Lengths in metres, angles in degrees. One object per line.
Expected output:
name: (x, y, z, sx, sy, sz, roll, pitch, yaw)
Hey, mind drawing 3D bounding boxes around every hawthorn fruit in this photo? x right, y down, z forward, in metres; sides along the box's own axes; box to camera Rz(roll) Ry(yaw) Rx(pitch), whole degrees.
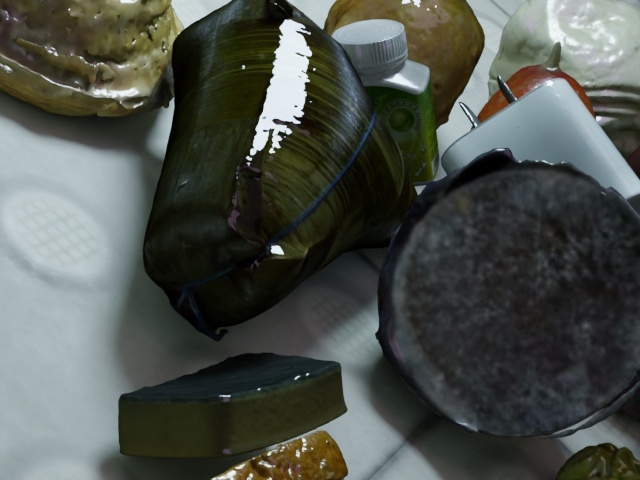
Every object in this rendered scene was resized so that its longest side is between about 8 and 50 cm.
hawthorn fruit: (0.288, -0.143, 1.931, 0.199, 0.251, 0.199, 7, 13, -2)

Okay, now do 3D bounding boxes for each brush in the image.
brush: (-0.074, 0.142, 1.257, 0.197, 0.123, 0.059, -13, 101, -56)

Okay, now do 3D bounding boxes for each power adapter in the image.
power adapter: (0.260, -0.090, 1.767, 0.255, 0.187, 0.124, 58, 4, 25)

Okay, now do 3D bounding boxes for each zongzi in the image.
zongzi: (0.000, 0.000, 1.525, 0.432, 0.208, 0.403, 48, 32, -33)

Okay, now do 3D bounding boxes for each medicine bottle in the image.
medicine bottle: (0.068, -0.163, 1.736, 0.132, 0.188, 0.088, -2, 27, 14)

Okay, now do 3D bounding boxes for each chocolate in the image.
chocolate: (0.218, 0.071, 1.563, 0.303, 0.303, 0.213, 46, 0, 12)

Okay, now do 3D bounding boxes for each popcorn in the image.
popcorn: (0.306, 0.268, 1.522, 0.116, 0.106, 0.121, 30, 30, 4)

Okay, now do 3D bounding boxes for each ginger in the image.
ginger: (0.102, -0.246, 1.897, 0.200, 0.223, 0.269, 33, 28, -17)

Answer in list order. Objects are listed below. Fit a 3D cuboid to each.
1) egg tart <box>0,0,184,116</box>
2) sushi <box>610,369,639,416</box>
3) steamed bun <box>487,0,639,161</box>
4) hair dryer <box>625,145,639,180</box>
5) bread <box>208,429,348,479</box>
egg tart: (-0.279, -0.280, 1.601, 0.352, 0.150, 0.352, 24, 33, -17)
sushi: (0.460, 0.102, 1.749, 0.236, 0.270, 0.171, 55, 29, 1)
steamed bun: (0.382, -0.204, 2.108, 0.320, 0.275, 0.206, 33, 58, -34)
hair dryer: (0.350, 0.004, 1.901, 0.340, 0.312, 0.123, -25, 68, -18)
bread: (-0.056, 0.218, 1.197, 0.065, 0.103, 0.187, 50, 32, 16)
